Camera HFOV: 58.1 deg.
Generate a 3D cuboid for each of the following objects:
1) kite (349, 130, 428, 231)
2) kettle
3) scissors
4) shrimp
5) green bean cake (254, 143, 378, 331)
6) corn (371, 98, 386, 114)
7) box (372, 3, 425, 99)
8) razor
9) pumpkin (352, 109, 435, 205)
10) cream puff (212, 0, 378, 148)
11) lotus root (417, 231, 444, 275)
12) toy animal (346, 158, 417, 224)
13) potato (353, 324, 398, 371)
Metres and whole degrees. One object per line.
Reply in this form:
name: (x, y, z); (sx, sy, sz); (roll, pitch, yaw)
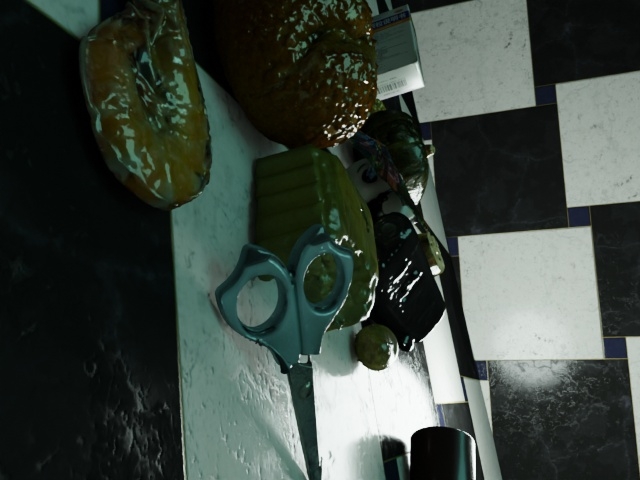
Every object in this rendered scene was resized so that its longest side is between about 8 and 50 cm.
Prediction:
kite: (0.122, -0.156, 1.190); (0.321, 0.016, 0.234); (47, 25, -11)
kettle: (0.252, 0.550, 1.240); (0.202, 0.144, 0.232); (102, 2, -46)
scissors: (-0.024, 0.164, 0.730); (0.191, 0.029, 0.360); (-16, 107, -32)
shrimp: (-0.179, -0.184, 0.584); (0.164, 0.062, 0.317); (21, 59, -65)
green bean cake: (0.000, 0.000, 0.875); (0.236, 0.124, 0.233); (52, 29, -52)
corn: (0.171, -0.249, 1.613); (0.102, 0.102, 0.313); (-73, 144, -58)
box: (0.201, -0.575, 1.784); (0.106, 0.200, 0.299); (57, 26, -48)
razor: (0.161, 0.094, 1.221); (0.189, 0.107, 0.327); (-48, 136, -14)
pumpkin: (0.190, -0.203, 1.429); (0.260, 0.189, 0.260); (161, -90, -90)
cream puff: (-0.018, -0.289, 0.880); (0.303, 0.212, 0.303); (42, 41, -50)
lotus root: (0.295, 0.057, 1.719); (0.235, 0.119, 0.138); (18, 54, -70)
toy animal: (0.115, -0.093, 1.261); (0.166, 0.138, 0.179); (-18, 86, -46)
potato: (0.109, 0.210, 1.127); (0.138, 0.070, 0.091); (23, 49, -70)
